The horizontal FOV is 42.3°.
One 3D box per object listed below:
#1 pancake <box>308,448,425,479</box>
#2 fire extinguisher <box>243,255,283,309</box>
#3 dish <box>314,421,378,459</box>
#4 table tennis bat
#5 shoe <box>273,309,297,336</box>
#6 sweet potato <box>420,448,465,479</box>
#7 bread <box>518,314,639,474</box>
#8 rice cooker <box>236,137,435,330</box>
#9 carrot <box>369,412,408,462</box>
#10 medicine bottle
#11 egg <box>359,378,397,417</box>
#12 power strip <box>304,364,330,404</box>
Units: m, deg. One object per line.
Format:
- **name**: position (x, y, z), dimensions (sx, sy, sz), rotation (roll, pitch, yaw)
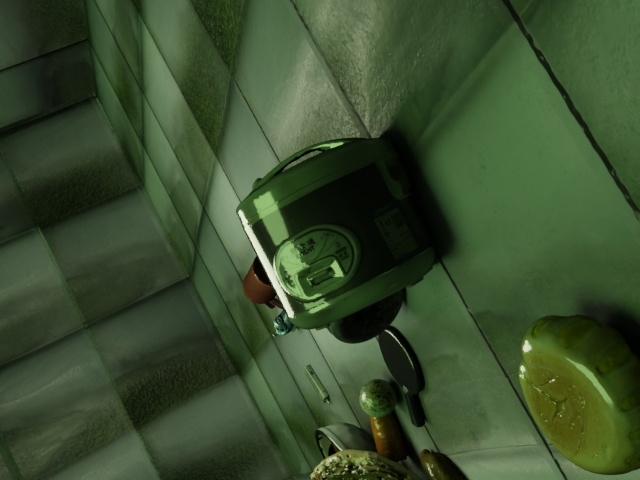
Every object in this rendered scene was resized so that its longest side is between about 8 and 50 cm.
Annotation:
- **pancake**: position (0.132, 0.653, 1.984), dimensions (0.382, 0.071, 0.382), rotation (11, 120, 20)
- **fire extinguisher**: position (-0.142, 0.127, 2.318), dimensions (0.147, 0.106, 0.337), rotation (38, 161, 1)
- **dish**: position (0.110, 0.578, 2.153), dimensions (0.303, 0.120, 0.303), rotation (48, 159, 26)
- **table tennis bat**: position (0.176, 0.286, 1.737), dimensions (0.150, 0.027, 0.236), rotation (24, 135, 64)
- **shoe**: position (-0.101, 0.228, 2.367), dimensions (0.064, 0.071, 0.143), rotation (57, 157, 18)
- **sweet potato**: position (0.269, 0.510, 1.728), dimensions (0.233, 0.062, 0.081), rotation (49, 159, 47)
- **bread**: position (0.335, 0.186, 1.015), dimensions (0.213, 0.105, 0.213), rotation (50, 154, 36)
- **rice cooker**: position (0.025, -0.020, 1.349), dimensions (0.277, 0.288, 0.288), rotation (65, 162, 1)
- **carrot**: position (0.143, 0.428, 1.953), dimensions (0.072, 0.072, 0.205), rotation (12, 125, 68)
- **medicine bottle**: position (0.025, 0.063, 1.625), dimensions (0.273, 0.165, 0.165), rotation (46, 155, 43)
- **egg**: position (0.130, 0.357, 1.865), dimensions (0.085, 0.085, 0.110), rotation (54, 165, 29)
- **power strip**: position (-0.009, 0.433, 2.472), dimensions (0.136, 0.019, 0.051), rotation (56, 159, 24)
